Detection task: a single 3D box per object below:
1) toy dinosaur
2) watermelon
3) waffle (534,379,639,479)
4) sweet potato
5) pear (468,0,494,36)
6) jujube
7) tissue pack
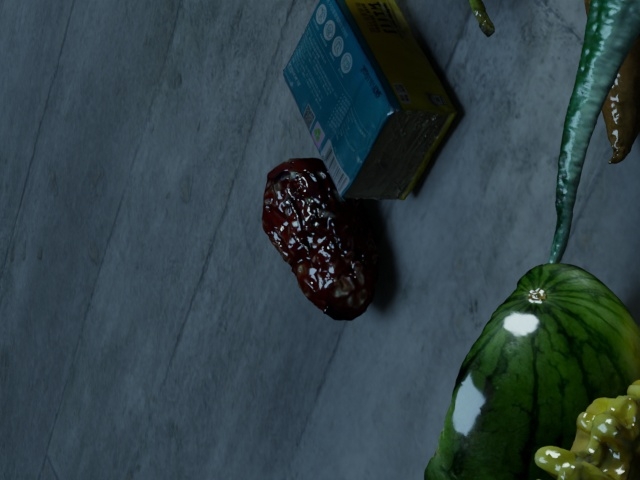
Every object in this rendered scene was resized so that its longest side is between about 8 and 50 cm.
[{"bbox_3d":[0.244,-0.143,1.241,0.129,0.076,0.383,15,93,28],"label":"toy dinosaur"},{"bbox_3d":[0.171,0.138,1.288,0.127,0.204,0.232,25,119,31],"label":"watermelon"},{"bbox_3d":[0.216,0.228,1.199,0.056,0.249,0.253,-2,118,47],"label":"waffle"},{"bbox_3d":[0.220,-0.213,1.306,0.066,0.072,0.314,-105,21,-82],"label":"sweet potato"},{"bbox_3d":[0.097,-0.267,1.456,0.180,0.166,0.216,-13,100,46],"label":"pear"},{"bbox_3d":[0.003,0.001,1.661,0.104,0.104,0.166,-47,56,49],"label":"jujube"},{"bbox_3d":[0.044,-0.132,1.599,0.120,0.082,0.169,-61,41,38],"label":"tissue pack"}]
